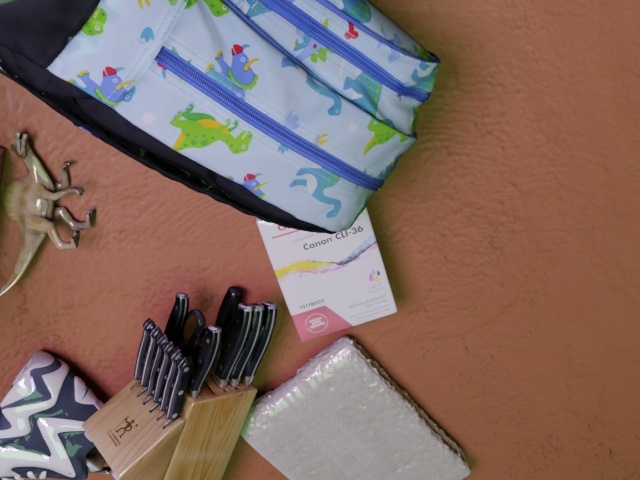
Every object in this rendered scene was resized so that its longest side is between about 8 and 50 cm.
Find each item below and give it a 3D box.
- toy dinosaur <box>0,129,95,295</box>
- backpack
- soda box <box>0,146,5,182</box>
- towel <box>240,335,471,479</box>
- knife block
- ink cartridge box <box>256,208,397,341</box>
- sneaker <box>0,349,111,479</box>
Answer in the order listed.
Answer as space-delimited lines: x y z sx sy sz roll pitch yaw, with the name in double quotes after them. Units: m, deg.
-0.289 -0.023 0.776 0.092 0.053 0.183 12 107 4 "toy dinosaur"
-0.075 -0.147 0.620 0.273 0.290 0.355 -46 120 -2 "backpack"
-0.366 -0.009 0.755 0.058 0.063 0.183 12 113 -14 "soda box"
0.047 0.257 0.950 0.187 0.049 0.282 -37 114 9 "towel"
-0.131 0.183 0.857 0.242 0.088 0.276 -40 143 -15 "knife block"
0.000 0.000 0.807 0.115 0.067 0.198 -19 116 2 "ink cartridge box"
-0.329 0.256 0.867 0.153 0.094 0.235 37 94 -14 "sneaker"
